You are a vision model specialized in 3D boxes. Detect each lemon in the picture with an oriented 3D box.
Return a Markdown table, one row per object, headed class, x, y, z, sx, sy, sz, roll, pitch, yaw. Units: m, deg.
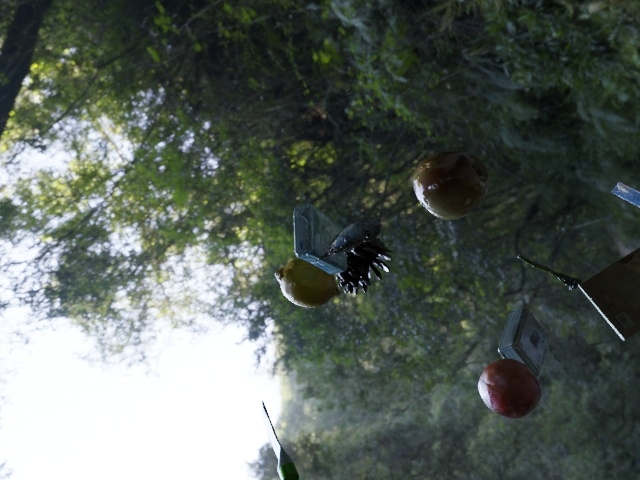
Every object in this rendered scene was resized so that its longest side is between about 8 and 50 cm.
| class | x | y | z | sx | sy | sz | roll | pitch | yaw |
| --- | --- | --- | --- | --- | --- | --- | --- | --- | --- |
| lemon | -0.050 | 0.161 | 2.448 | 0.256 | 0.188 | 0.188 | 19 | -139 | 0 |

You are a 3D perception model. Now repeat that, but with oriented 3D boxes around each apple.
| class | x | y | z | sx | sy | sz | roll | pitch | yaw |
| --- | --- | --- | --- | --- | --- | --- | --- | --- | --- |
| apple | 0.461 | -0.205 | 2.253 | 0.256 | 0.234 | 0.257 | 22 | -132 | -26 |

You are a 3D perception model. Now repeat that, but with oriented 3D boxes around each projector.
| class | x | y | z | sx | sy | sz | roll | pitch | yaw |
| --- | --- | --- | --- | --- | --- | --- | --- | --- | --- |
| projector | 0.861 | 0.432 | 2.694 | 0.192 | 0.099 | 0.257 | 51 | -138 | -13 |

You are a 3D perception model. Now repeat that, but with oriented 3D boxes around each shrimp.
| class | x | y | z | sx | sy | sz | roll | pitch | yaw |
| --- | --- | --- | --- | --- | --- | --- | --- | --- | --- |
| shrimp | 0.083 | 0.000 | 1.980 | 0.079 | 0.233 | 0.090 | 49 | -164 | -30 |

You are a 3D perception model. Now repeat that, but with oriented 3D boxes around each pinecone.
| class | x | y | z | sx | sy | sz | roll | pitch | yaw |
| --- | --- | --- | --- | --- | --- | --- | --- | --- | --- |
| pinecone | 0.193 | 0.104 | 2.879 | 0.244 | 0.244 | 0.309 | 31 | -97 | -48 |

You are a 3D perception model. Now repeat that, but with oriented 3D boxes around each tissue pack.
| class | x | y | z | sx | sy | sz | roll | pitch | yaw |
| --- | --- | --- | --- | --- | --- | --- | --- | --- | --- |
| tissue pack | 0.000 | 0.000 | 2.196 | 0.263 | 0.089 | 0.177 | 29 | -126 | -58 |

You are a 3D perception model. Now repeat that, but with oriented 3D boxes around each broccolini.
| class | x | y | z | sx | sy | sz | roll | pitch | yaw |
| --- | --- | --- | --- | --- | --- | --- | --- | --- | --- |
| broccolini | 0.746 | 0.096 | 2.086 | 0.218 | 0.042 | 0.044 | 31 | -152 | 12 |

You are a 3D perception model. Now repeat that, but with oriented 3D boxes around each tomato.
| class | x | y | z | sx | sy | sz | roll | pitch | yaw |
| --- | --- | --- | --- | --- | --- | --- | --- | --- | --- |
| tomato | 0.658 | 0.524 | 2.252 | 0.208 | 0.184 | 0.208 | 56 | 166 | 21 |

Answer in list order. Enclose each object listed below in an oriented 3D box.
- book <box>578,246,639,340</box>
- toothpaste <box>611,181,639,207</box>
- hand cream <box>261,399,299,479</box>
| class | x | y | z | sx | sy | sz | roll | pitch | yaw |
| --- | --- | --- | --- | --- | --- | --- | --- | --- | --- |
| book | 0.998 | 0.146 | 1.997 | 0.217 | 0.310 | 0.021 | 58 | 173 | 27 |
| toothpaste | 0.990 | -0.122 | 1.978 | 0.070 | 0.044 | 0.193 | 26 | -165 | -22 |
| hand cream | -0.127 | 0.576 | 1.835 | 0.050 | 0.079 | 0.275 | 14 | -158 | -31 |
